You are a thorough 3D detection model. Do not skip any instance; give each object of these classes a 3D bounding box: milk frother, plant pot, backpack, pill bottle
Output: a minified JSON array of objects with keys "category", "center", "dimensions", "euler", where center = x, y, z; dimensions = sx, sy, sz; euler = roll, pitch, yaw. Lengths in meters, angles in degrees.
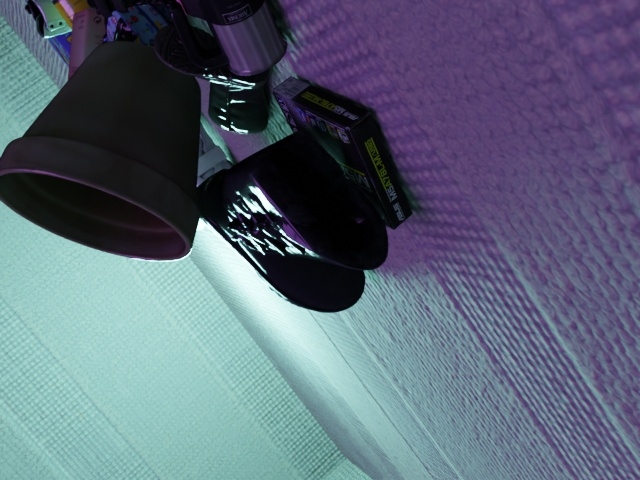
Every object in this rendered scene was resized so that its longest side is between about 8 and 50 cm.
[{"category":"milk frother","center":[-0.122,-0.307,1.030],"dimensions":[0.135,0.129,0.143],"euler":[66,-158,-46]},{"category":"plant pot","center":[-0.323,-0.155,1.289],"dimensions":[0.323,0.281,0.323],"euler":[14,160,5]},{"category":"backpack","center":[-0.300,-0.354,1.370],"dimensions":[0.158,0.117,0.173],"euler":[50,166,2]},{"category":"pill bottle","center":[-0.466,-0.455,1.651],"dimensions":[0.184,0.103,0.103],"euler":[56,165,-23]}]

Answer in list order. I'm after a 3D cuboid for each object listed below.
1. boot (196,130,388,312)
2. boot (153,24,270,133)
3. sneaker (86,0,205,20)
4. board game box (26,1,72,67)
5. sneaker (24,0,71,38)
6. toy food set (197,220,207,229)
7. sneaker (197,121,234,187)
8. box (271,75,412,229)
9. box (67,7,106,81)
[{"category":"boot","center":[-0.002,-0.001,1.232],"dimensions":[0.367,0.146,0.445],"euler":[34,165,-17]},{"category":"boot","center":[-0.164,-0.244,1.236],"dimensions":[0.189,0.076,0.208],"euler":[22,170,-4]},{"category":"sneaker","center":[-0.251,-0.360,1.150],"dimensions":[0.295,0.147,0.105],"euler":[40,161,30]},{"category":"board game box","center":[-0.613,-0.481,2.023],"dimensions":[0.233,0.078,0.347],"euler":[51,170,-2]},{"category":"sneaker","center":[-0.542,-0.462,1.751],"dimensions":[0.094,0.151,0.256],"euler":[20,149,45]},{"category":"toy food set","center":[-0.389,-0.182,2.172],"dimensions":[0.306,0.092,0.220],"euler":[49,154,1]},{"category":"sneaker","center":[-0.285,-0.195,1.677],"dimensions":[0.366,0.137,0.210],"euler":[49,169,21]},{"category":"box","center":[0.029,-0.123,1.096],"dimensions":[0.190,0.045,0.184],"euler":[36,158,47]},{"category":"box","center":[-0.420,-0.323,1.556],"dimensions":[0.148,0.126,0.233],"euler":[20,104,61]}]
